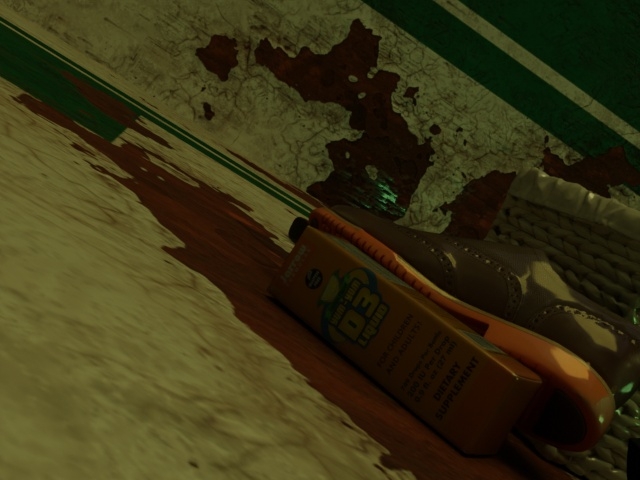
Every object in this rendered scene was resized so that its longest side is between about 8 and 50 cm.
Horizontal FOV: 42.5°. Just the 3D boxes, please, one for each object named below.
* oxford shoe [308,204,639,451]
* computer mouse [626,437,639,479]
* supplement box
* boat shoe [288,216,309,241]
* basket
[{"bbox_3d":[0.138,0.054,0.799,0.363,0.132,0.130,34,-33,32],"label":"oxford shoe"},{"bbox_3d":[0.309,0.258,0.613,0.262,0.060,0.184,49,9,31],"label":"computer mouse"},{"bbox_3d":[0.064,0.079,0.696,0.233,0.078,0.080,35,8,34],"label":"supplement box"},{"bbox_3d":[0.000,0.000,1.215,0.045,0.050,0.135,23,9,-31],"label":"boat shoe"},{"bbox_3d":[0.354,0.124,0.968,0.328,0.266,0.331,31,6,-21],"label":"basket"}]
